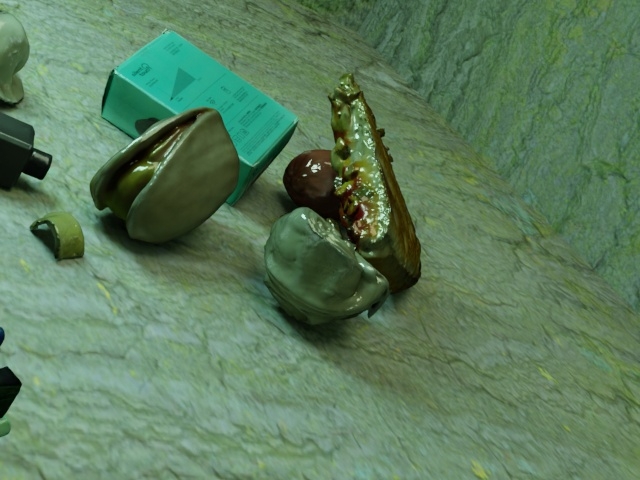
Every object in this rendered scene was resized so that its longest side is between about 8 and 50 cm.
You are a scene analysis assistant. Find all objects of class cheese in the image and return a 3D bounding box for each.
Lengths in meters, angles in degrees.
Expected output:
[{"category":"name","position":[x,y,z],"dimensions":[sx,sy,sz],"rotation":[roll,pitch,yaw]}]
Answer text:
[{"category":"cheese","position":[-0.354,-0.016,1.267],"dimensions":[0.084,0.041,0.060],"rotation":[43,25,19]}]

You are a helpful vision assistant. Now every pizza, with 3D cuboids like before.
[{"category":"pizza","position":[0.079,-0.099,1.726],"dimensions":[0.440,0.130,0.406],"rotation":[29,45,-76]}]

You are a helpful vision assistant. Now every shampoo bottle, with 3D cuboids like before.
[{"category":"shampoo bottle","position":[-0.494,-0.148,1.299],"dimensions":[0.246,0.079,0.080],"rotation":[24,24,-26]}]

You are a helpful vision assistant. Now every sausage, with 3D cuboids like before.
[{"category":"sausage","position":[0.032,-0.111,1.899],"dimensions":[0.254,0.148,0.148],"rotation":[4,36,-44]}]

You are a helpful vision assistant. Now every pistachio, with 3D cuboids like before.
[{"category":"pistachio","position":[-0.223,-0.106,1.442],"dimensions":[0.166,0.197,0.288],"rotation":[32,32,6]}]

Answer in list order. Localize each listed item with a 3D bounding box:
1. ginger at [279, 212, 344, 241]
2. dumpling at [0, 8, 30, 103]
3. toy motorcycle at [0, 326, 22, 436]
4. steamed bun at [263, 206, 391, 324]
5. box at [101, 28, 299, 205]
[{"category":"ginger","position":[0.000,0.000,1.706],"dimensions":[0.103,0.073,0.162],"rotation":[10,30,-49]},{"category":"dumpling","position":[-0.541,-0.305,1.547],"dimensions":[0.172,0.142,0.247],"rotation":[63,-1,-29]},{"category":"toy motorcycle","position":[-0.385,0.123,0.706],"dimensions":[0.125,0.196,0.331],"rotation":[42,24,22]},{"category":"steamed bun","position":[-0.008,0.060,1.479],"dimensions":[0.211,0.144,0.218],"rotation":[41,-9,-11]},{"category":"box","position":[-0.223,-0.231,1.746],"dimensions":[0.311,0.118,0.205],"rotation":[34,41,1]}]
